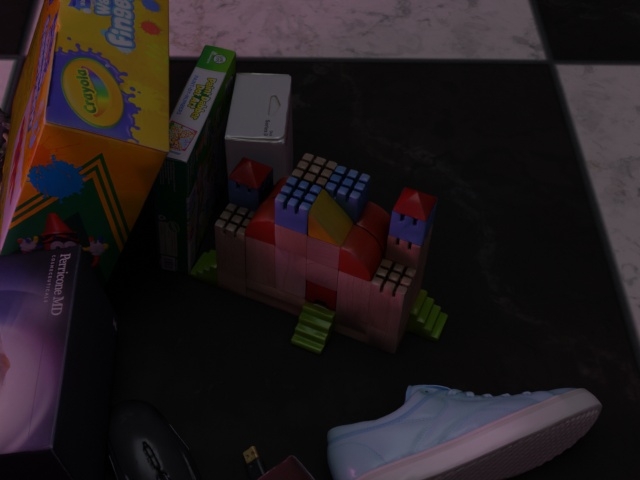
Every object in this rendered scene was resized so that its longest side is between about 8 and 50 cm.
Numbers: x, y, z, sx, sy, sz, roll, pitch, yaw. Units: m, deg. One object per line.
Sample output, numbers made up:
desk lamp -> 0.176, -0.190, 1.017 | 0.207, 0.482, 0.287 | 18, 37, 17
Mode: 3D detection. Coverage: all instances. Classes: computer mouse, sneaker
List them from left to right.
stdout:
computer mouse -> -0.172, 0.281, 1.209 | 0.184, 0.060, 0.262 | -21, 53, -18
sneaker -> 0.179, 0.232, 1.222 | 0.366, 0.135, 0.150 | -15, 54, -16

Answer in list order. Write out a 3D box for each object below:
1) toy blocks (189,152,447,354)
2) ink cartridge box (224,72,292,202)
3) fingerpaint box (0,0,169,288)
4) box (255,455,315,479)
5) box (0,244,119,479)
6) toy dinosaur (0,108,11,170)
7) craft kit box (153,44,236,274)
toy blocks -> 0.000, 0.000, 1.330 | 0.381, 0.261, 0.190 | 20, 51, 14
ink cartridge box -> -0.090, -0.130, 1.470 | 0.093, 0.212, 0.154 | 3, 49, 0
fingerpaint box -> -0.345, -0.168, 1.370 | 0.163, 0.371, 0.445 | 13, 44, -23
box -> -0.061, 0.387, 1.051 | 0.203, 0.168, 0.167 | -31, 57, -26
box -> -0.424, 0.181, 1.178 | 0.294, 0.182, 0.296 | -7, 50, 2
toy dinosaur -> -0.522, -0.177, 1.590 | 0.118, 0.064, 0.268 | 11, 48, -14
craft kit box -> -0.186, -0.119, 1.433 | 0.061, 0.250, 0.246 | 11, 50, 2
